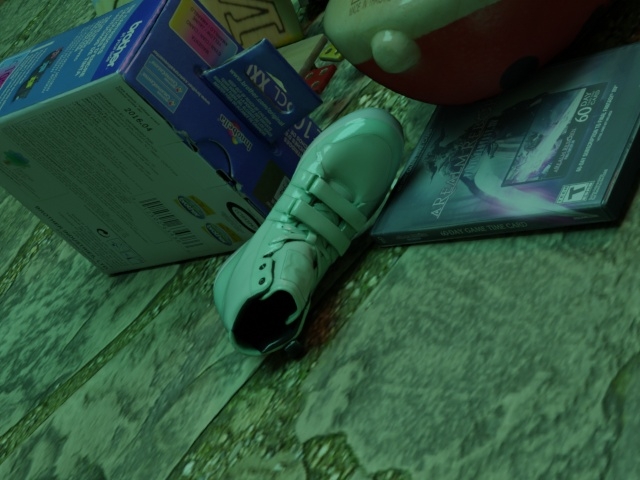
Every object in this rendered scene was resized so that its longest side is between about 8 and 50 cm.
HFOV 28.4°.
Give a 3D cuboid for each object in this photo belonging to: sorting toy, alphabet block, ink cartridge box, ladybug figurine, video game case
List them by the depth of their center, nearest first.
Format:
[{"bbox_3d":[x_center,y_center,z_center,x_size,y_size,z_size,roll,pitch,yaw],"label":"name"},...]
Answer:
[{"bbox_3d":[0.182,-0.085,1.145,0.274,0.026,0.196,-6,46,48],"label":"video game case"},{"bbox_3d":[0.178,-0.269,1.237,0.305,0.162,0.449,-10,29,47],"label":"ladybug figurine"},{"bbox_3d":[-0.179,-0.113,1.388,0.395,0.270,0.151,-9,46,45],"label":"ink cartridge box"},{"bbox_3d":[-0.050,-0.188,1.579,0.274,0.046,0.132,-12,39,44],"label":"sorting toy"},{"bbox_3d":[-0.170,-0.318,1.694,0.192,0.197,0.193,-17,7,41],"label":"alphabet block"}]

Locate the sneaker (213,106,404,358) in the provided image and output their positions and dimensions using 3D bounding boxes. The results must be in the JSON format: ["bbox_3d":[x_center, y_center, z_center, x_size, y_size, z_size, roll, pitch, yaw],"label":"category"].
[{"bbox_3d":[0.000,0.001,1.170,0.256,0.094,0.151,-51,20,13],"label":"sneaker"}]

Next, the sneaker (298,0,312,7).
[{"bbox_3d":[-0.003,-0.407,1.822,0.094,0.090,0.235,-22,34,7],"label":"sneaker"}]
